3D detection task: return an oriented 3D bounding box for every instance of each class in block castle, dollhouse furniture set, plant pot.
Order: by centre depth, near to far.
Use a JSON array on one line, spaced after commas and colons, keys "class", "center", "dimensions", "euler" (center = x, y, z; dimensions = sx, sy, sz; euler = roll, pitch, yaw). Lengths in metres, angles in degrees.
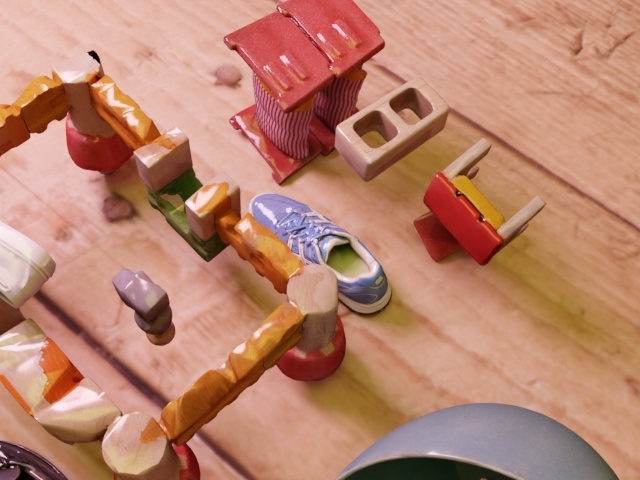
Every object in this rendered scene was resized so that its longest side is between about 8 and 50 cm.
[{"class": "plant pot", "center": [0.161, 0.261, 0.680], "dimensions": [0.290, 0.290, 0.195], "euler": [30, 32, 15]}, {"class": "block castle", "center": [-0.218, 0.043, 0.814], "dimensions": [0.453, 0.212, 0.303], "euler": [42, 67, 17]}, {"class": "dollhouse furniture set", "center": [0.055, -0.095, 0.888], "dimensions": [0.152, 0.201, 0.374], "euler": [-35, 74, -16]}]

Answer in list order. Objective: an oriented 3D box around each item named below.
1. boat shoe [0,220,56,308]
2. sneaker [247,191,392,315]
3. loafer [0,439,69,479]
[{"class": "boat shoe", "center": [-0.330, 0.002, 0.677], "dimensions": [0.184, 0.066, 0.063], "euler": [30, 63, 1]}, {"class": "sneaker", "center": [0.000, 0.000, 0.898], "dimensions": [0.211, 0.081, 0.080], "euler": [34, 70, 18]}, {"class": "loafer", "center": [-0.302, 0.269, 0.757], "dimensions": [0.303, 0.095, 0.109], "euler": [22, 64, 13]}]
